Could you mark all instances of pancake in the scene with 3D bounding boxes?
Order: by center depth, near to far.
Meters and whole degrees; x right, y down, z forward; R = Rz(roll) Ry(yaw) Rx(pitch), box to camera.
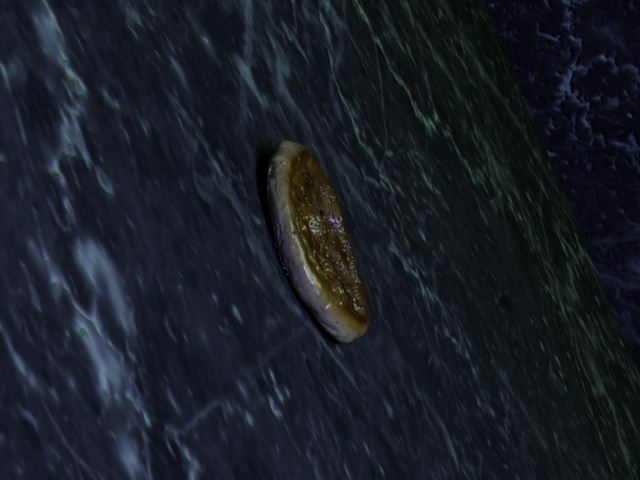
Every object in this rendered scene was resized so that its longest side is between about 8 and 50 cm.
[{"bbox_3d":[0.000,0.000,1.366,0.158,0.028,0.158,-20,90,-75],"label":"pancake"}]
